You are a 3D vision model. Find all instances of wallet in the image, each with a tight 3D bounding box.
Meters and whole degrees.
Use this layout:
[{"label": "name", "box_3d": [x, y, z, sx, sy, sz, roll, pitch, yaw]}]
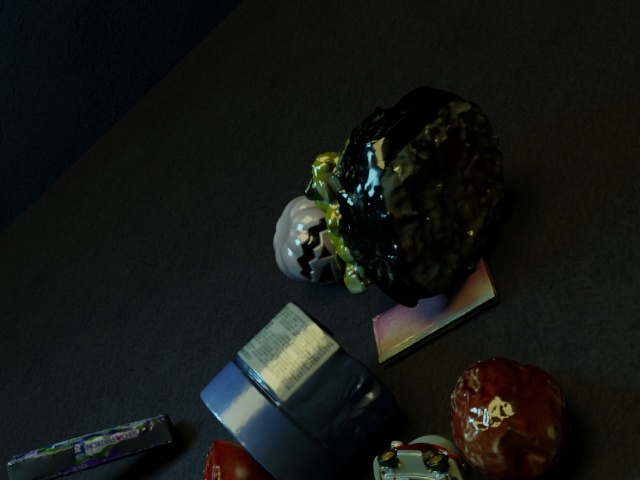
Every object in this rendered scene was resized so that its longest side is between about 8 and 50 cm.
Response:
[{"label": "wallet", "box_3d": [0.191, 0.118, 1.912, 0.232, 0.025, 0.119, -32, 34, 17]}]

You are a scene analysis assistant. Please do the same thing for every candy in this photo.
[{"label": "candy", "box_3d": [-0.426, 0.392, 2.095, 0.312, 0.061, 0.088, -16, 0, -8]}]

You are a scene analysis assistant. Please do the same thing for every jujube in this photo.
[{"label": "jujube", "box_3d": [0.263, 0.243, 1.584, 0.168, 0.168, 0.236, -38, 16, 8]}]

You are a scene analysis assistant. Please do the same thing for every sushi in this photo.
[{"label": "sushi", "box_3d": [0.126, -0.089, 1.936, 0.285, 0.329, 0.328, 8, 48, 44]}]

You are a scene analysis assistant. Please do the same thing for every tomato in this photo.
[{"label": "tomato", "box_3d": [-0.129, 0.436, 1.773, 0.233, 0.139, 0.200, 110, 165, -53]}]

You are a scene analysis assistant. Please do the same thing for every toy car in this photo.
[{"label": "toy car", "box_3d": [0.161, 0.332, 1.627, 0.139, 0.112, 0.112, -14, 15, 35]}]

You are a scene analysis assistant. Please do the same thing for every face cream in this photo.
[{"label": "face cream", "box_3d": [-0.031, 0.252, 1.789, 0.225, 0.249, 0.249, -46, 32, -4]}]

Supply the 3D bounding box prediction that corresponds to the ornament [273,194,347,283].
[{"label": "ornament", "box_3d": [0.000, 0.000, 2.138, 0.177, 0.177, 0.177, -28, 35, 22]}]
